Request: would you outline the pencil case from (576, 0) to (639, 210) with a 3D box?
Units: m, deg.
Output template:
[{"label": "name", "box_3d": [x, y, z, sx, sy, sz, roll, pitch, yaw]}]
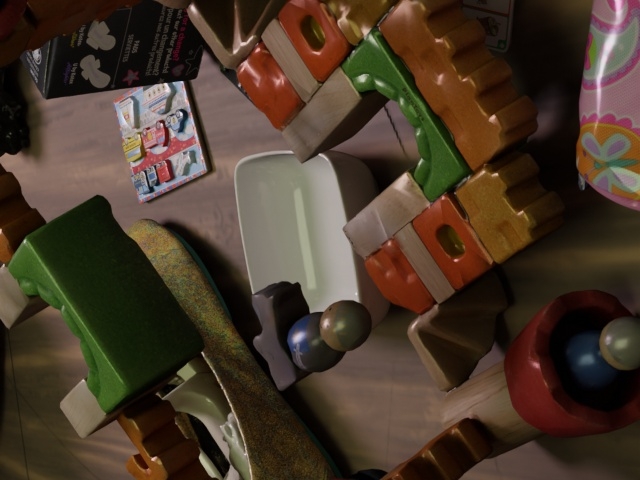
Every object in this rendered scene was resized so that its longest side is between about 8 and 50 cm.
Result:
[{"label": "pencil case", "box_3d": [0.197, -0.146, 0.755, 0.124, 0.124, 0.284, 30, 126, 46]}]

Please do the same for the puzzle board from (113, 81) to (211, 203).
[{"label": "puzzle board", "box_3d": [-0.140, -0.091, 1.343, 0.128, 0.011, 0.096, -20, 86, 55]}]

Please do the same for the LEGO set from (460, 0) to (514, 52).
[{"label": "LEGO set", "box_3d": [0.036, -0.235, 1.012, 0.244, 0.060, 0.182, 18, 116, 34]}]

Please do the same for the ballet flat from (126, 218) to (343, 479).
[{"label": "ballet flat", "box_3d": [-0.108, 0.114, 1.280, 0.348, 0.123, 0.123, 53, 139, 30]}]

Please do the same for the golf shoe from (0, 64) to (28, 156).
[{"label": "golf shoe", "box_3d": [-0.347, -0.178, 1.548, 0.094, 0.077, 0.198, 23, 119, 50]}]

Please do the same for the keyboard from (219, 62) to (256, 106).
[{"label": "keyboard", "box_3d": [-0.038, -0.184, 1.155, 0.108, 0.023, 0.180, 42, 134, 39]}]

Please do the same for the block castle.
[{"label": "block castle", "box_3d": [-0.030, -0.021, 0.907, 0.453, 0.303, 0.213, 56, 148, 5]}]

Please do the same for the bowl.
[{"label": "bowl", "box_3d": [0.000, 0.000, 1.139, 0.142, 0.053, 0.142, 0, 101, 54]}]

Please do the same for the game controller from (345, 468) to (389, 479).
[{"label": "game controller", "box_3d": [0.097, 0.315, 1.102, 0.319, 0.067, 0.166, 53, 140, 30]}]

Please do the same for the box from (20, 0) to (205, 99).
[{"label": "box", "box_3d": [-0.190, -0.254, 1.234, 0.247, 0.142, 0.163, 56, 143, 34]}]
